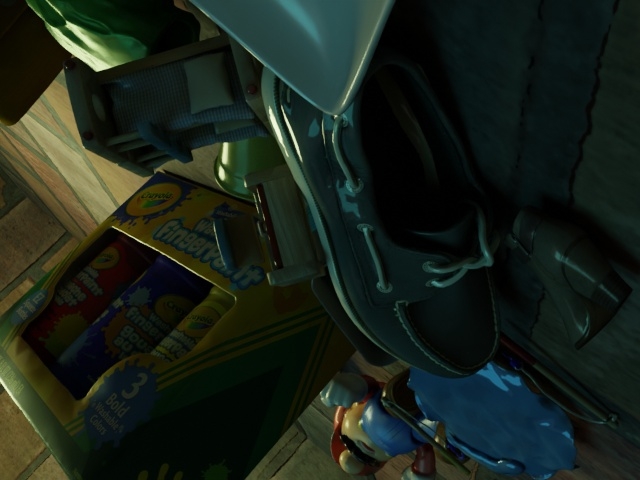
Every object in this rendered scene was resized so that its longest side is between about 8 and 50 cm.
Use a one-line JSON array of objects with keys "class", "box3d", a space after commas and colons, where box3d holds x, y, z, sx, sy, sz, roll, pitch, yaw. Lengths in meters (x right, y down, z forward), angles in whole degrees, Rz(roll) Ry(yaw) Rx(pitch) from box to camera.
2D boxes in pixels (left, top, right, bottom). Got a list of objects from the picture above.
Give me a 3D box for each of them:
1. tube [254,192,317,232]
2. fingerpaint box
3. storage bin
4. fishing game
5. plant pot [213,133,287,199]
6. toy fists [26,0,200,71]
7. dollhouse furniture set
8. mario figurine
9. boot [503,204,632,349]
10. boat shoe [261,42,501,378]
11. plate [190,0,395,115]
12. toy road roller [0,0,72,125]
[{"class": "tube", "box3d": [0.000, 0.000, 0.768, 0.080, 0.052, 0.207, -22, 118, 34]}, {"class": "fingerpaint box", "box3d": [-0.207, 0.116, 0.962, 0.445, 0.371, 0.163, 22, 153, 50]}, {"class": "storage bin", "box3d": [0.050, 0.033, 0.698, 0.135, 0.098, 0.091, 54, -173, -31]}, {"class": "fishing game", "box3d": [0.179, 0.176, 0.759, 0.189, 0.041, 0.264, 38, 146, 4]}, {"class": "plant pot", "box3d": [-0.058, -0.092, 0.660, 0.083, 0.083, 0.079, 36, 149, 23]}, {"class": "toy fists", "box3d": [-0.172, -0.223, 0.569, 0.142, 0.096, 0.279, 31, 159, 7]}, {"class": "dollhouse furniture set", "box3d": [-0.086, -0.048, 0.547, 0.129, 0.129, 0.183, 37, -143, -83]}, {"class": "mario figurine", "box3d": [0.087, 0.274, 1.009, 0.320, 0.170, 0.198, 126, 131, -65]}, {"class": "boot", "box3d": [0.163, 0.024, 0.504, 0.087, 0.042, 0.118, 43, 163, 22]}, {"class": "boat shoe", "box3d": [0.068, -0.003, 0.518, 0.099, 0.116, 0.319, 25, 150, 54]}, {"class": "plate", "box3d": [-0.048, -0.222, 0.316, 0.277, 0.045, 0.278, 41, 151, 6]}, {"class": "toy road roller", "box3d": [-0.406, -0.250, 0.860, 0.240, 0.202, 0.329, 40, 172, -35]}]
